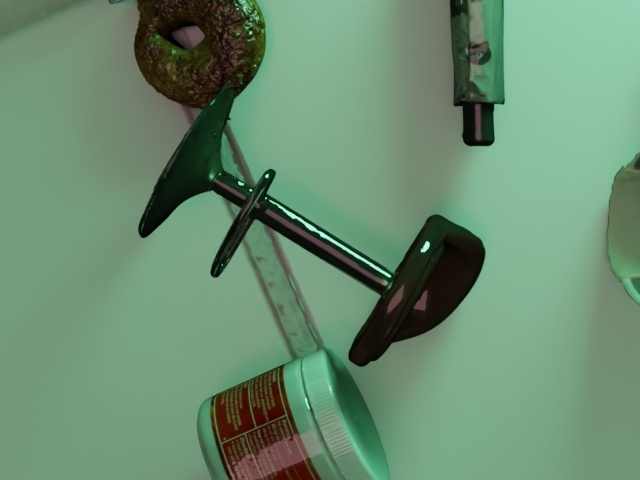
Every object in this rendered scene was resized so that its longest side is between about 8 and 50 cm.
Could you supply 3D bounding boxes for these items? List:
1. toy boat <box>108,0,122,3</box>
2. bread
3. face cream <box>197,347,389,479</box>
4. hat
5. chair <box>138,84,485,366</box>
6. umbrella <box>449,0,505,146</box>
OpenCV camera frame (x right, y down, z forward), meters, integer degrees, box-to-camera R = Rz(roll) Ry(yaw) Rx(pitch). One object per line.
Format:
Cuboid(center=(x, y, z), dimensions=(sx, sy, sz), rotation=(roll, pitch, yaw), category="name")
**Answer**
Cuboid(center=(-0.239, -0.368, 1.765), dimensions=(0.059, 0.066, 0.140), rotation=(31, 101, -1), category="toy boat")
Cuboid(center=(-0.158, -0.265, 1.771), dimensions=(0.193, 0.064, 0.193), rotation=(1, 98, 10), category="bread")
Cuboid(center=(-0.035, 0.263, 1.754), dimensions=(0.187, 0.201, 0.201), rotation=(-25, 94, 9), category="face cream")
Cuboid(center=(0.485, -0.013, 1.688), dimensions=(0.275, 0.161, 0.232), rotation=(2, 86, 30), category="hat")
Cuboid(center=(0.000, 0.000, 1.704), dimensions=(0.401, 0.226, 0.226), rotation=(30, 100, 1), category="chair")
Cuboid(center=(0.196, -0.287, 1.719), dimensions=(0.067, 0.073, 0.337), rotation=(3, 100, 39), category="umbrella")
